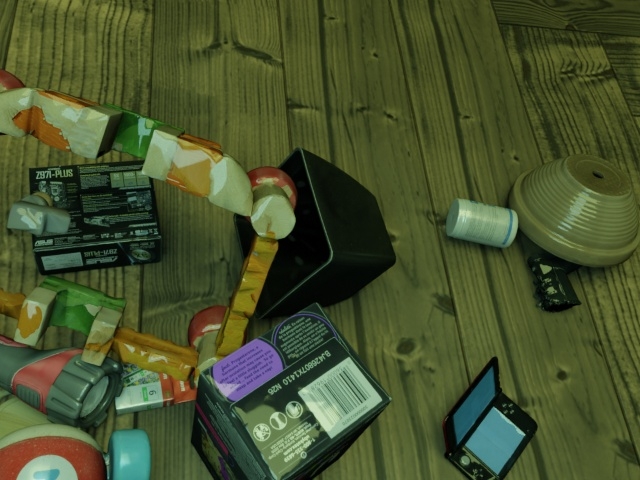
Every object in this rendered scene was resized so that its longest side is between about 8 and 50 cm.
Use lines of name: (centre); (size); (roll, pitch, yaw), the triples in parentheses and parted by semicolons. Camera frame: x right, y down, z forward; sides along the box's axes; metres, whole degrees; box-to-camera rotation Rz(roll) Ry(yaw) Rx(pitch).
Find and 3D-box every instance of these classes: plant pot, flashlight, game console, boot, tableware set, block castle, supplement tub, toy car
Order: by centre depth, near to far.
toy car: (-0.289, 0.339, 0.701); (0.219, 0.210, 0.238); (3, 37, -24)
tableware set: (-0.424, 0.260, 0.850); (0.194, 0.039, 0.128); (-20, 50, -29)
block castle: (-0.274, -0.016, 0.871); (0.453, 0.213, 0.303); (19, 100, -11)
flashlight: (-0.405, 0.139, 0.881); (0.304, 0.103, 0.103); (25, 75, 15)
game console: (0.247, 0.265, 0.976); (0.124, 0.085, 0.144); (41, 60, 13)
plant pot: (0.000, 0.000, 1.022); (0.167, 0.187, 0.188); (8, 54, -40)
boot: (0.418, 0.068, 1.161); (0.121, 0.045, 0.099); (-6, 59, -10)
supplement tub: (0.278, -0.029, 1.172); (0.107, 0.071, 0.071); (13, 57, -7)
plant pot: (0.459, -0.074, 1.186); (0.237, 0.110, 0.237); (8, 43, -7)

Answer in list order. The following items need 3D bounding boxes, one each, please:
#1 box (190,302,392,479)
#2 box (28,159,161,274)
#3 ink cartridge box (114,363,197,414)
box: (-0.049, 0.222, 0.823); (0.165, 0.270, 0.143); (-29, 69, -26)
box: (-0.340, -0.037, 1.028); (0.180, 0.077, 0.147); (-7, 62, -17)
ink cartridge box: (-0.227, 0.198, 0.940); (0.115, 0.029, 0.063); (-7, 61, -17)
